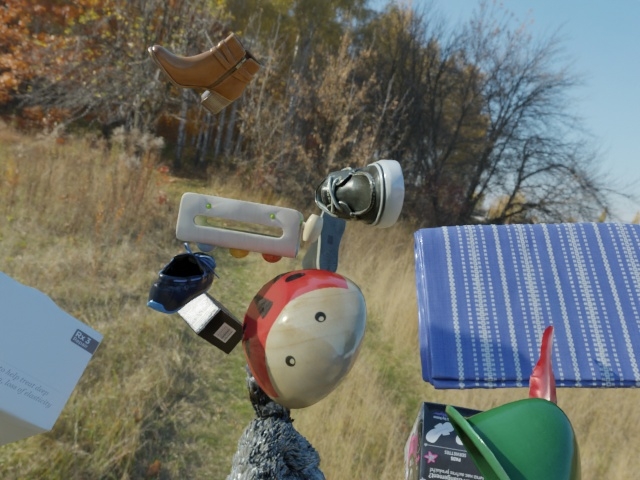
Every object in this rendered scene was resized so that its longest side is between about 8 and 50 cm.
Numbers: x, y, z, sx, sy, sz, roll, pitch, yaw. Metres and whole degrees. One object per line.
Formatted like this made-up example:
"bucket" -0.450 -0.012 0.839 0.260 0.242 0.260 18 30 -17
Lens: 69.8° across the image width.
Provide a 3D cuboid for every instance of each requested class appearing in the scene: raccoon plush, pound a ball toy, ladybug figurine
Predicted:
"raccoon plush" -0.192 0.513 1.062 0.299 0.216 0.446 5 49 -53
"pound a ball toy" -0.159 -0.022 1.119 0.319 0.135 0.208 10 2 0
"ladybug figurine" -0.060 0.185 1.002 0.162 0.305 0.449 35 -11 -16

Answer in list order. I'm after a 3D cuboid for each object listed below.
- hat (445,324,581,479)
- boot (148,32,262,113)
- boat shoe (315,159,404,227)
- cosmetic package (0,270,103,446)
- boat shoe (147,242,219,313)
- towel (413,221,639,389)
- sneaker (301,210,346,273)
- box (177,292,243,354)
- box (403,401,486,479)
"hat" 0.246 0.190 0.456 0.208 0.184 0.173 58 -3 31
"boot" -0.231 -0.368 0.939 0.197 0.152 0.073 31 28 -45
"boat shoe" 0.060 -0.081 0.889 0.119 0.121 0.335 -1 -1 -11
"cosmetic package" -0.529 0.188 0.656 0.217 0.385 0.156 45 37 -28
"boat shoe" -0.272 0.068 0.970 0.109 0.089 0.258 17 17 -5
"towel" 0.305 0.087 0.646 0.336 0.243 0.040 -1 -27 4
"sneaker" 0.000 0.000 1.299 0.083 0.222 0.118 22 -22 -26
"box" -0.307 0.214 1.274 0.158 0.093 0.156 33 -14 39
"box" 0.211 0.354 0.682 0.164 0.142 0.247 6 -35 8
